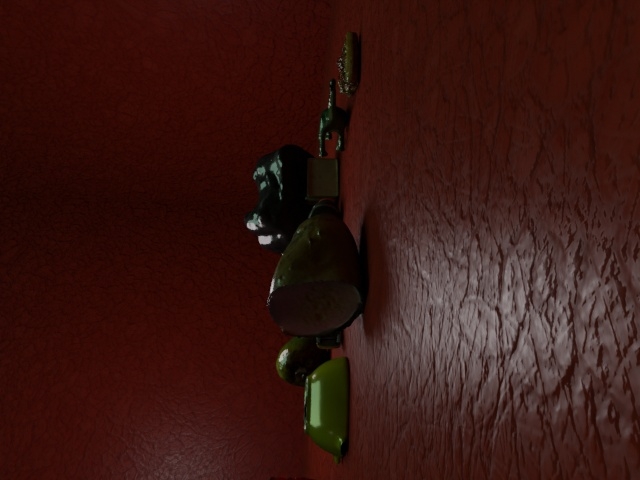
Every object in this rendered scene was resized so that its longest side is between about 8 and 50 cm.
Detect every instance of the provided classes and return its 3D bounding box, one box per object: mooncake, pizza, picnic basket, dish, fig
[{"bbox_3d":[-0.112,-0.132,2.224,0.212,0.351,0.380,-15,49,42],"label":"mooncake"},{"bbox_3d":[0.074,-0.478,1.742,0.199,0.062,0.188,96,177,-63],"label":"pizza"},{"bbox_3d":[0.006,-0.205,2.130,0.079,0.115,0.164,97,175,-70],"label":"picnic basket"},{"bbox_3d":[0.010,0.435,1.582,0.221,0.109,0.262,98,174,-62],"label":"dish"},{"bbox_3d":[-0.058,0.414,2.140,0.191,0.181,0.181,-65,-14,-47],"label":"fig"}]

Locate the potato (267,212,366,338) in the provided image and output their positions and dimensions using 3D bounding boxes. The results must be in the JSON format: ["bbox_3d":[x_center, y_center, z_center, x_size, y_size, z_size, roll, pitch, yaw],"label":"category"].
[{"bbox_3d":[0.001,0.059,1.405,0.266,0.230,0.229,-84,1,-46],"label":"potato"}]

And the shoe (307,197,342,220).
[{"bbox_3d":[0.000,0.000,2.042,0.171,0.133,0.336,-84,1,-59],"label":"shoe"}]

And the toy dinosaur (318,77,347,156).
[{"bbox_3d":[0.037,-0.424,1.885,0.447,0.087,0.300,-85,-6,-56],"label":"toy dinosaur"}]

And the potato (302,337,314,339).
[{"bbox_3d":[-0.037,0.187,1.923,0.228,0.197,0.148,-58,-11,-4],"label":"potato"}]

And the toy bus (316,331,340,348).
[{"bbox_3d":[0.027,0.248,1.768,0.074,0.070,0.162,84,-172,-53],"label":"toy bus"}]

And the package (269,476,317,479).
[{"bbox_3d":[-0.064,0.881,1.678,0.123,0.196,0.423,173,101,-82],"label":"package"}]
